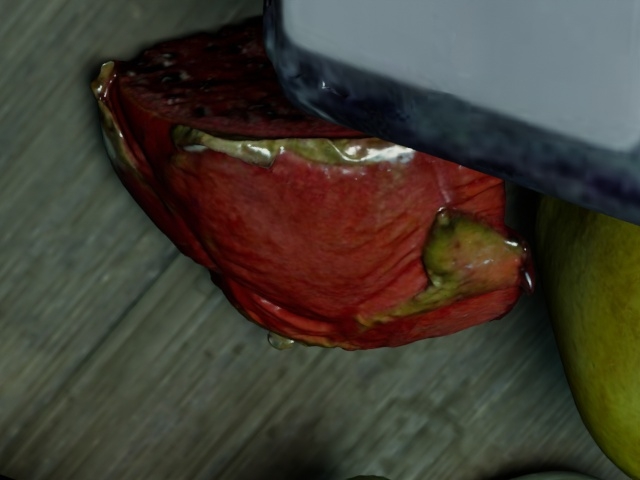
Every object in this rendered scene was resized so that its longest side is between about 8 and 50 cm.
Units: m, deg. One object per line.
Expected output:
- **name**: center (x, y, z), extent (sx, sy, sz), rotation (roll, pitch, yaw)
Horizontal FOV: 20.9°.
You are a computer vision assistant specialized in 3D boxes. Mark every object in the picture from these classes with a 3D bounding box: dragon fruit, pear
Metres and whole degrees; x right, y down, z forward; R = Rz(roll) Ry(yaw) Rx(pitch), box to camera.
- **dragon fruit**: center (0.000, 0.001, 0.639), extent (0.127, 0.120, 0.161), rotation (-19, 124, -6)
- **pear**: center (0.176, 0.001, 0.664), extent (0.200, 0.200, 0.200), rotation (-9, 116, -18)

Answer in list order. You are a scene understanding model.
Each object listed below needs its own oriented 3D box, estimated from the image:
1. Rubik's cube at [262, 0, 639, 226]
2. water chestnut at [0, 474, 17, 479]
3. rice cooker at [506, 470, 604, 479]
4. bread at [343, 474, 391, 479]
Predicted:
- **Rubik's cube**: center (0.192, -0.181, 0.459), extent (0.316, 0.318, 0.313), rotation (-26, 126, -43)
- **water chestnut**: center (-0.190, 0.174, 0.575), extent (0.289, 0.289, 0.244), rotation (12, 75, -26)
- **rice cooker**: center (0.081, 0.199, 0.758), extent (0.206, 0.127, 0.145), rotation (-47, 121, -6)
- **bread**: center (-0.043, 0.222, 0.640), extent (0.045, 0.301, 0.301), rotation (27, 103, -2)
